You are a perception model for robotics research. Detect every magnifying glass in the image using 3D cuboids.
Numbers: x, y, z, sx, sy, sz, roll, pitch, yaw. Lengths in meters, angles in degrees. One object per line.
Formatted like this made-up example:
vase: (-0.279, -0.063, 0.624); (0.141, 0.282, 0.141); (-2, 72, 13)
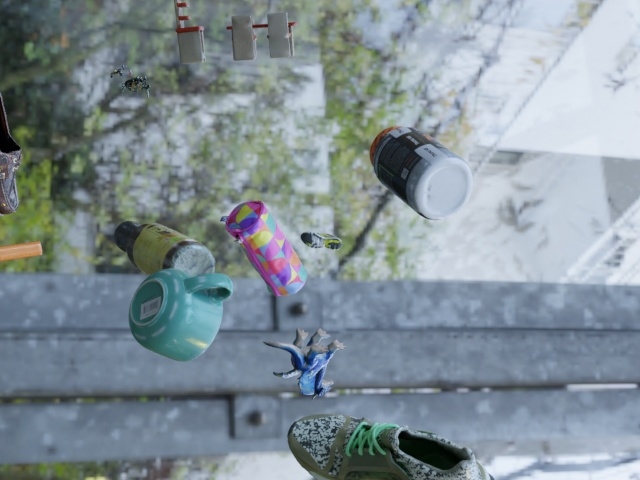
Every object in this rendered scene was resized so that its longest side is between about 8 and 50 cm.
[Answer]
magnifying glass: (-0.658, 0.031, 2.112); (0.026, 0.231, 0.092); (-18, -97, 55)

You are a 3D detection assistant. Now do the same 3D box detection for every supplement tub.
supplement tub: (0.164, -0.120, 1.830); (0.190, 0.117, 0.117); (46, -50, 54)

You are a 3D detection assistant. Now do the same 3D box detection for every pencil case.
pencil case: (-0.117, 0.020, 2.297); (0.236, 0.104, 0.104); (55, 5, -39)

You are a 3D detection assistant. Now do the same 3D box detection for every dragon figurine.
dragon figurine: (-0.036, 0.258, 2.186); (0.085, 0.289, 0.144); (32, -78, 23)

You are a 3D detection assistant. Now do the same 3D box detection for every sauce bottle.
sauce bottle: (-0.344, 0.022, 2.297); (0.344, 0.111, 0.111); (21, -72, 54)

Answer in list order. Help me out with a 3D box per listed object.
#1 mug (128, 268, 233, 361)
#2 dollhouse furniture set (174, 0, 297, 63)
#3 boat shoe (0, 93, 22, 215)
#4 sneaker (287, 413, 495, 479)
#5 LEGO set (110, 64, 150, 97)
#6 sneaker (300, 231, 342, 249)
mug: (-0.220, 0.097, 1.637); (0.129, 0.097, 0.158); (31, -89, 46)
dollhouse furniture set: (-0.179, -0.457, 2.334); (0.262, 0.259, 0.135); (-99, -175, -80)
boat shoe: (-0.490, -0.132, 1.644); (0.073, 0.073, 0.207); (-101, 180, -58)
sneaker: (0.129, 0.385, 2.039); (0.182, 0.410, 0.158); (81, 27, -47)
LEGO set: (-0.314, -0.268, 1.808); (0.083, 0.054, 0.023); (66, 7, -54)
sneaker: (0.000, 0.000, 2.139); (0.035, 0.083, 0.031); (-114, -141, -74)
